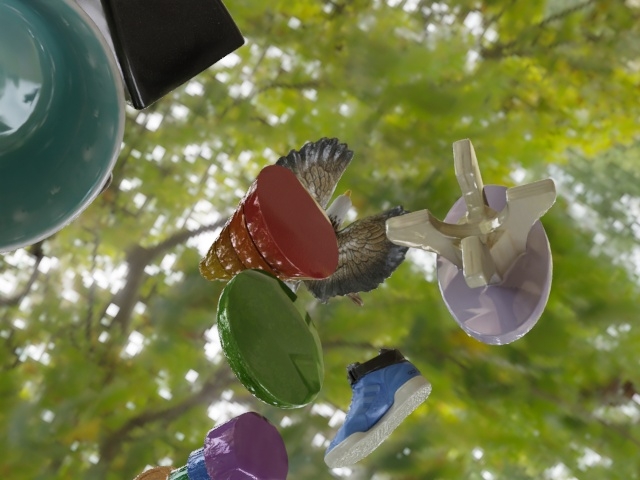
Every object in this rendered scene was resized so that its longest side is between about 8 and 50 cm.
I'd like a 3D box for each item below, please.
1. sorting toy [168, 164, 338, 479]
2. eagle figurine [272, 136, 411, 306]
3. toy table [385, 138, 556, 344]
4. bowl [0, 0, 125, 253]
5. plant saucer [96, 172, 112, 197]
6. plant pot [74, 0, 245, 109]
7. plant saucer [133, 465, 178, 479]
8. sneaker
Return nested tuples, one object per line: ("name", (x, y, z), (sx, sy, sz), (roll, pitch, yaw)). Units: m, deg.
("sorting toy", (-0.079, 0.088, 1.118), (0.127, 0.126, 0.365), (45, -147, -29))
("eagle figurine", (0.002, -0.010, 2.036), (0.226, 0.225, 0.298), (4, 161, -13))
("toy table", (0.240, -0.004, 1.855), (0.161, 0.252, 0.274), (56, -165, -49))
("bowl", (-0.370, -0.156, 1.318), (0.311, 0.311, 0.163), (26, -167, -24))
("plant saucer", (-0.454, -0.093, 1.781), (0.310, 0.310, 0.050), (12, -117, -56))
("plant pot", (-0.249, -0.318, 1.722), (0.187, 0.188, 0.167), (32, 152, 46))
("plant saucer", (-0.239, 0.349, 1.796), (0.083, 0.083, 0.013), (-117, 8, -64))
("sneaker", (0.049, 0.190, 1.460), (0.084, 0.152, 0.058), (49, -172, 29))
